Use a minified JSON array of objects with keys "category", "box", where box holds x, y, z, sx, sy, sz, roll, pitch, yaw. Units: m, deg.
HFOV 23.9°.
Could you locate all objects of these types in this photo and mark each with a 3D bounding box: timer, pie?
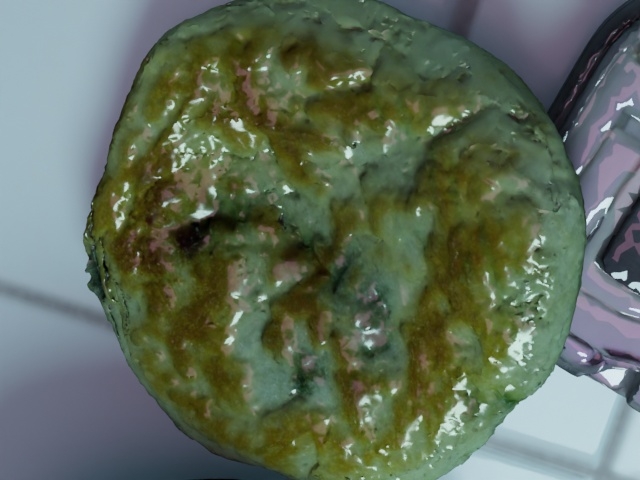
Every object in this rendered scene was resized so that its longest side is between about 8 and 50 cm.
[{"category":"timer","box":[0.190,-0.003,0.662,0.208,0.069,0.191,29,108,2]},{"category":"pie","box":[0.000,0.000,0.671,0.240,0.054,0.240,4,100,24]}]

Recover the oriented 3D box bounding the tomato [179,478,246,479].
[{"category":"tomato","box":[-0.064,0.246,0.679,0.270,0.222,0.270,2,107,7]}]
